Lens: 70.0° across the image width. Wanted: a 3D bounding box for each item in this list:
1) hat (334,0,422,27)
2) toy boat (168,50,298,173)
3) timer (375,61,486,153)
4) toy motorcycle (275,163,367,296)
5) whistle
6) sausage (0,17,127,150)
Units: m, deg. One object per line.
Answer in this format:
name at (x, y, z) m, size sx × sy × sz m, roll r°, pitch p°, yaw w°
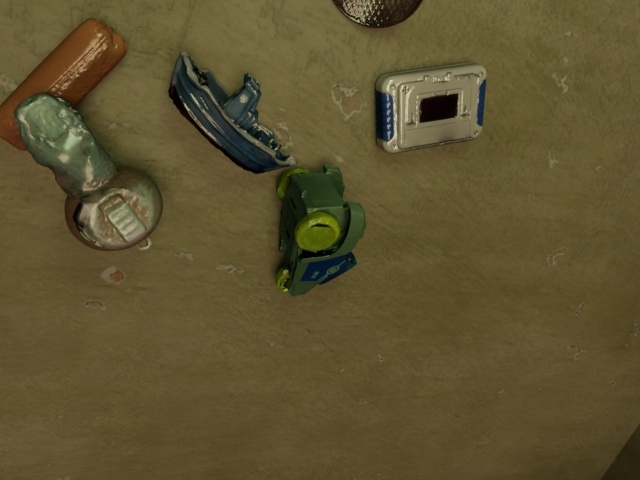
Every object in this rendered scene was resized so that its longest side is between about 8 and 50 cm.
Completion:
hat at (0.113, -0.518, 0.877) m, size 0.193 × 0.082 × 0.193 m, roll 10°, pitch 145°, yaw 7°
toy boat at (-0.158, -0.246, 0.902) m, size 0.143 × 0.129 × 0.309 m, roll -35°, pitch 125°, yaw 20°
timer at (0.253, -0.298, 1.035) m, size 0.254 × 0.078 × 0.178 m, roll -12°, pitch 120°, yaw -10°
toy motorcycle at (0.000, 0.000, 1.074) m, size 0.200 × 0.191 × 0.326 m, roll -7°, pitch 134°, yaw -18°
whistle at (-0.431, -0.114, 0.865) m, size 0.189 × 0.189 × 0.347 m, roll -27°, pitch 125°, yaw -2°
sausage at (-0.469, -0.276, 0.817) m, size 0.289 × 0.086 × 0.086 m, roll -40°, pitch 121°, yaw 8°
